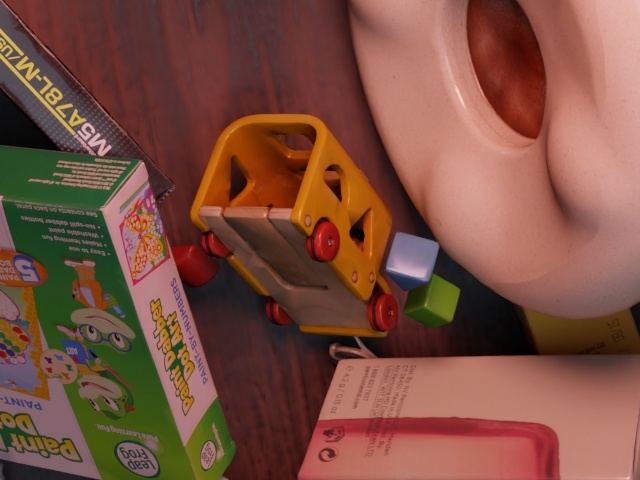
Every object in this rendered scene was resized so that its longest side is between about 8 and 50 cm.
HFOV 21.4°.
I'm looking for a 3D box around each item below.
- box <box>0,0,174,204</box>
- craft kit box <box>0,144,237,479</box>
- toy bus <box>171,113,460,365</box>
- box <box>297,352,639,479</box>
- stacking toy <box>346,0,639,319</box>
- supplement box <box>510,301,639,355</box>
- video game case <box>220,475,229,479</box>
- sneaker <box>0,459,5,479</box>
[{"bbox_3d":[-0.182,-0.098,1.109,0.045,0.190,0.184,-46,106,-3],"label":"box"},{"bbox_3d":[-0.199,0.048,1.105,0.250,0.061,0.247,7,134,27],"label":"craft kit box"},{"bbox_3d":[0.000,-0.006,1.199,0.191,0.202,0.104,23,65,-10],"label":"toy bus"},{"bbox_3d":[0.121,0.175,1.189,0.232,0.127,0.149,-3,127,21],"label":"box"},{"bbox_3d":[0.286,-0.176,1.148,0.480,0.350,0.351,-20,106,-24],"label":"stacking toy"},{"bbox_3d":[0.196,0.078,1.265,0.078,0.080,0.233,-22,104,-1],"label":"supplement box"},{"bbox_3d":[-0.062,0.263,1.232,0.193,0.023,0.212,39,137,-15],"label":"video game case"},{"bbox_3d":[-0.296,0.226,1.236,0.170,0.063,0.075,-28,99,-6],"label":"sneaker"}]
